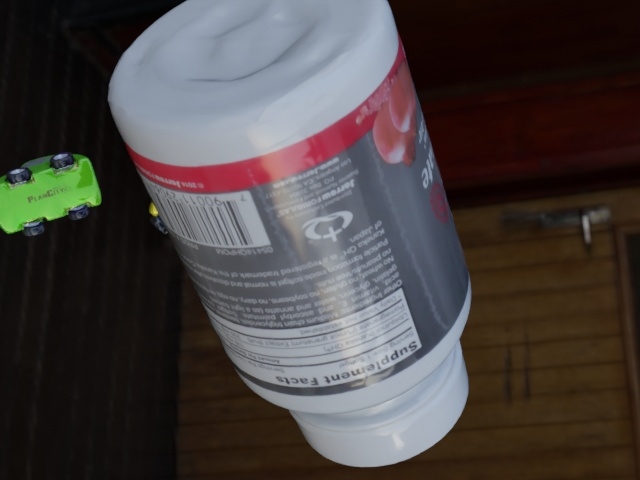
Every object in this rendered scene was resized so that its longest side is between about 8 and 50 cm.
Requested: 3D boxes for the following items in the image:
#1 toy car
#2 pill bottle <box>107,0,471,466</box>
[{"bbox_3d":[-0.197,-0.069,1.102,0.053,0.225,0.239,-139,-146,-60],"label":"toy car"},{"bbox_3d":[0.000,0.000,0.780,0.176,0.176,0.318,-76,153,-47],"label":"pill bottle"}]
